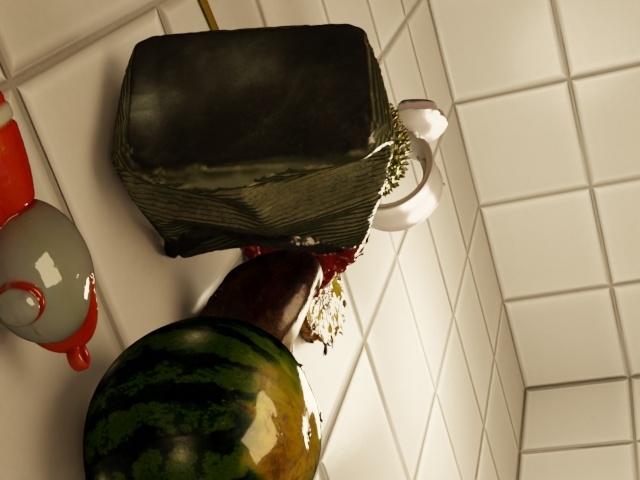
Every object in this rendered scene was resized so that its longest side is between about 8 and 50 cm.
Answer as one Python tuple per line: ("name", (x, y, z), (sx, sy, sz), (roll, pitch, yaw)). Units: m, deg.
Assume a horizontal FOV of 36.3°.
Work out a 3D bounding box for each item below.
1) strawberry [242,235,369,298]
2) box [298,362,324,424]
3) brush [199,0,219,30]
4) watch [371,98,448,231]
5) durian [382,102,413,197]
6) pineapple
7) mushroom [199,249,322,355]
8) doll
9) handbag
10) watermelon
("strawberry", (0.000, 0.000, 1.556), (0.234, 0.178, 0.233), (12, 75, -53))
("box", (-0.030, 0.279, 1.595), (0.126, 0.027, 0.125), (-66, 141, -59))
("brush", (-0.165, -0.333, 1.548), (0.083, 0.011, 0.205), (-73, 146, -51))
("watch", (0.160, -0.155, 2.024), (0.196, 0.244, 0.231), (53, 25, -53))
("durian", (0.073, -0.178, 1.853), (0.176, 0.200, 0.237), (-84, 163, -66))
("pineapple", (-0.011, 0.098, 1.724), (0.221, 0.047, 0.221), (-12, 90, -68))
("mushroom", (-0.085, 0.097, 1.324), (0.231, 0.138, 0.194), (-45, 151, -81))
("doll", (-0.292, -0.023, 0.895), (0.200, 0.105, 0.336), (-102, 169, -70))
("handbag", (-0.079, -0.113, 1.242), (0.240, 0.341, 0.247), (84, 2, -57))
("watermelon", (-0.125, 0.210, 1.035), (0.269, 0.269, 0.269), (-10, 90, -71))
